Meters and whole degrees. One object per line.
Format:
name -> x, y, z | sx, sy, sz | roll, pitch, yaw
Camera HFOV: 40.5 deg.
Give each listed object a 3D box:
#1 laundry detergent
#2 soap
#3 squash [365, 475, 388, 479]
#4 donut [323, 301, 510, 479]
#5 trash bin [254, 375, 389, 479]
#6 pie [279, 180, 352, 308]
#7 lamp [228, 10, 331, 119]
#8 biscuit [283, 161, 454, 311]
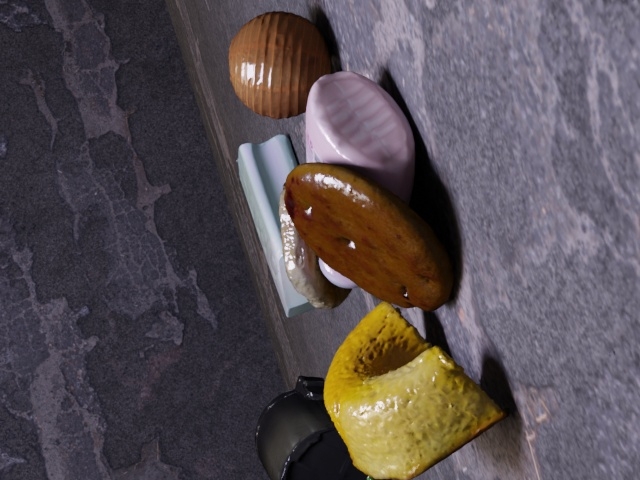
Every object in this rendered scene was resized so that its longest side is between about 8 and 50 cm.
laundry detergent -> 0.040, -0.044, 0.996 | 0.159, 0.088, 0.335 | 57, 165, 24
soap -> -0.062, -0.024, 1.554 | 0.173, 0.095, 0.289 | 101, 151, -70
squash -> 0.125, 0.451, 1.274 | 0.395, 0.107, 0.107 | -132, 28, -70
donut -> 0.074, 0.164, 0.904 | 0.101, 0.152, 0.259 | 50, 176, -18
trash bin -> -0.005, 0.408, 1.641 | 0.301, 0.203, 0.251 | -161, 80, -77
pie -> 0.000, 0.000, 1.204 | 0.195, 0.046, 0.195 | 34, -129, -56
lamp -> -0.049, -0.218, 1.081 | 0.136, 0.137, 0.136 | 164, 90, -80
biscuit -> 0.046, 0.000, 0.891 | 0.212, 0.036, 0.212 | 32, 158, 14
